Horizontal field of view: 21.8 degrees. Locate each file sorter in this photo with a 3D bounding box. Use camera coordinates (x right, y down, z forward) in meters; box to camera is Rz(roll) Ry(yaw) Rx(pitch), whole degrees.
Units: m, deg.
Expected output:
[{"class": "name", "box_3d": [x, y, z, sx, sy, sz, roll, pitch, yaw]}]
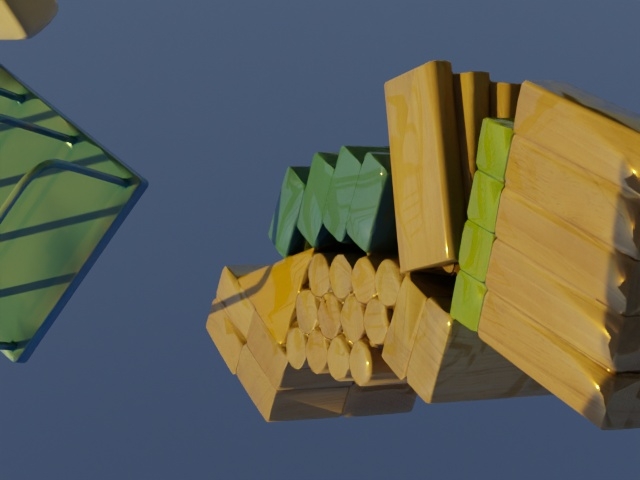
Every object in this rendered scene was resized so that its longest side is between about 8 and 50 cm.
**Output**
[{"class": "file sorter", "box_3d": [-0.202, -0.036, 0.849, 0.170, 0.104, 0.118, 38, -82, 18]}]

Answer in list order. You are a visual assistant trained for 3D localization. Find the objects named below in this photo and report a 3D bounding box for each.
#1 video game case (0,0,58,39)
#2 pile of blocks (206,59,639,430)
[{"class": "video game case", "box_3d": [-0.332, -0.250, 0.957, 0.300, 0.329, 0.036, 5, -134, 43]}, {"class": "pile of blocks", "box_3d": [0.074, 0.005, 0.734, 0.112, 0.362, 0.149, -1, -95, -29]}]
